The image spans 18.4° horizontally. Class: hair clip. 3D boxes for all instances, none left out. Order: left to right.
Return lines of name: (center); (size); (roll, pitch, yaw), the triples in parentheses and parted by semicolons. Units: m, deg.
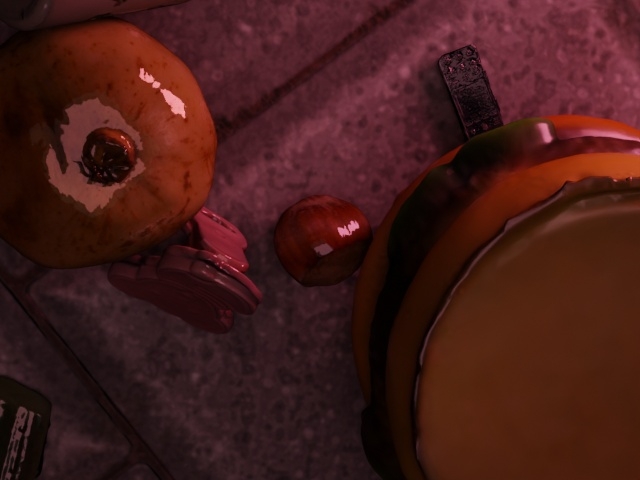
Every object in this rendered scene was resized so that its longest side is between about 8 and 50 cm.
hair clip: (-0.110, 0.037, 1.700); (0.123, 0.138, 0.102); (27, 102, -20)

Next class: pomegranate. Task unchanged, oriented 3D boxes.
pomegranate: (-0.192, -0.077, 1.626); (0.215, 0.215, 0.215); (-2, 102, -8)

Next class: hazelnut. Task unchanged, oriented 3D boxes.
hazelnut: (0.000, 0.000, 1.741); (0.086, 0.086, 0.086); (-2, 102, -8)

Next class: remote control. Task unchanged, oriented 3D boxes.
remote control: (0.135, -0.125, 1.761); (0.039, 0.014, 0.096); (-22, 103, -3)

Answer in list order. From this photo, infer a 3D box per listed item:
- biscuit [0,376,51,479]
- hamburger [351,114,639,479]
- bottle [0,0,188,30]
biscuit: (-0.318, 0.277, 1.772); (0.099, 0.038, 0.322); (16, 99, -8)
hamburger: (0.219, 0.099, 1.686); (0.396, 0.277, 0.395); (-3, 106, -9)
bottle: (-0.149, -0.244, 1.602); (0.253, 0.120, 0.120); (-16, 107, -41)
